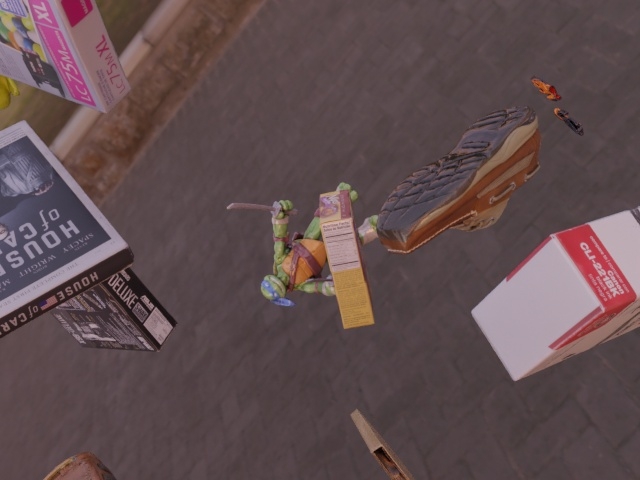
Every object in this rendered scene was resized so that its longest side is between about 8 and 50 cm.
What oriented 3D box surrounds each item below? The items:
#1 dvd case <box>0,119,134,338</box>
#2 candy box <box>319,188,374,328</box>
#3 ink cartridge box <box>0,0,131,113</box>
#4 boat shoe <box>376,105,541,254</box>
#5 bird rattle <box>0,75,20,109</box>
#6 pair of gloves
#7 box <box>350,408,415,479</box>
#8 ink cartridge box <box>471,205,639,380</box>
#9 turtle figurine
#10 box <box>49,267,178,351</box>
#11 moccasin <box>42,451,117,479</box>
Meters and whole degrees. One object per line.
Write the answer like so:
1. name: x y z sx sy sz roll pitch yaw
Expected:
1. dvd case: -0.307 -0.010 0.830 0.179 0.030 0.238 -32 50 -20
2. candy box: 0.040 0.028 1.369 0.053 0.187 0.109 -10 26 5
3. ink cartridge box: -0.395 -0.282 1.116 0.311 0.186 0.065 24 59 26
4. boat shoe: 0.220 -0.071 1.279 0.324 0.120 0.122 -39 26 -26
5. bird rattle: -0.695 -0.345 1.698 0.143 0.253 0.207 -13 -22 -43
6. pair of gloves: 0.274 -0.157 1.032 0.010 0.083 0.074 -40 20 9
7. box: 0.112 0.338 1.309 0.021 0.164 0.201 -38 7 -2
8. ink cartridge box: 0.366 0.058 1.158 0.114 0.273 0.197 60 144 20
9. turtle figurine: 0.000 0.000 1.708 0.198 0.275 0.266 31 59 34
10. box: -0.453 0.087 1.699 0.242 0.307 0.076 -3 43 39
11. moccasin: -0.451 0.457 1.260 0.380 0.139 0.147 -48 46 -9
